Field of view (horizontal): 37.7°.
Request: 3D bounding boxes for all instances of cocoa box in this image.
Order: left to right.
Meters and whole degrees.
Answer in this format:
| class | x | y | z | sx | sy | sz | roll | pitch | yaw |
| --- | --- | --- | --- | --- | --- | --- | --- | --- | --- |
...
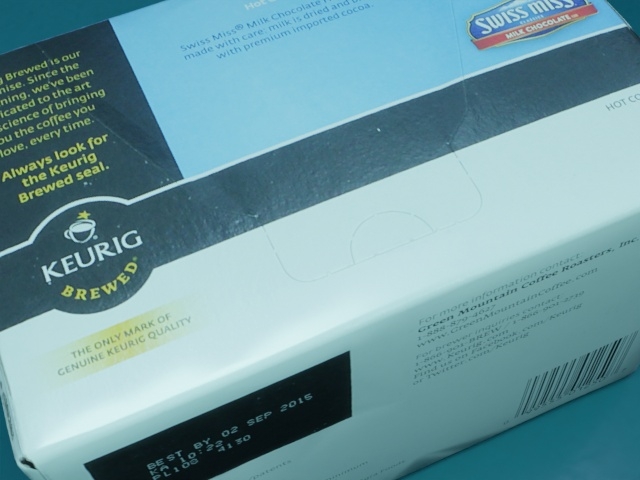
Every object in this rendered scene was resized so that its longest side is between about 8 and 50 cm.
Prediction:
| class | x | y | z | sx | sy | sz | roll | pitch | yaw |
| --- | --- | --- | --- | --- | --- | --- | --- | --- | --- |
| cocoa box | 0.000 | 0.000 | 0.535 | 0.347 | 0.231 | 0.228 | -22 | 58 | -12 |
